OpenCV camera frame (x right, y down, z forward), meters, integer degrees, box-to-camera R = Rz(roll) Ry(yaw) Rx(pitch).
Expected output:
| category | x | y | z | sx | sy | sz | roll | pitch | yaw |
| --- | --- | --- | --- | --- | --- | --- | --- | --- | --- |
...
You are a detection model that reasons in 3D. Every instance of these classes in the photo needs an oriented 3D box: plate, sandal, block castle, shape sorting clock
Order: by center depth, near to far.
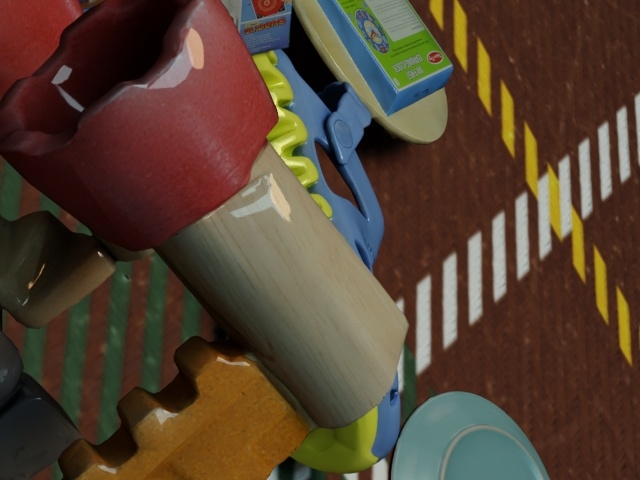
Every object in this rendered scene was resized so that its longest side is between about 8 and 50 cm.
| category | x | y | z | sx | sy | sz | roll | pitch | yaw |
| --- | --- | --- | --- | --- | --- | --- | --- | --- | --- |
| block castle | -0.223 | 0.069 | 0.614 | 0.453 | 0.303 | 0.213 | -43 | 119 | -7 |
| sandal | 0.000 | 0.000 | 1.131 | 0.138 | 0.126 | 0.317 | 0 | 74 | -50 |
| plate | 0.125 | 0.201 | 1.233 | 0.188 | 0.024 | 0.188 | 21 | 58 | -39 |
| shape sorting clock | 0.033 | -0.163 | 1.274 | 0.206 | 0.040 | 0.206 | 40 | 29 | -28 |

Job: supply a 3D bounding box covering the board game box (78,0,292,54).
| category | x | y | z | sx | sy | sz | roll | pitch | yaw |
| --- | --- | --- | --- | --- | --- | --- | --- | --- | --- |
| board game box | -0.113 | -0.157 | 1.012 | 0.201 | 0.136 | 0.035 | -13 | 54 | -18 |
